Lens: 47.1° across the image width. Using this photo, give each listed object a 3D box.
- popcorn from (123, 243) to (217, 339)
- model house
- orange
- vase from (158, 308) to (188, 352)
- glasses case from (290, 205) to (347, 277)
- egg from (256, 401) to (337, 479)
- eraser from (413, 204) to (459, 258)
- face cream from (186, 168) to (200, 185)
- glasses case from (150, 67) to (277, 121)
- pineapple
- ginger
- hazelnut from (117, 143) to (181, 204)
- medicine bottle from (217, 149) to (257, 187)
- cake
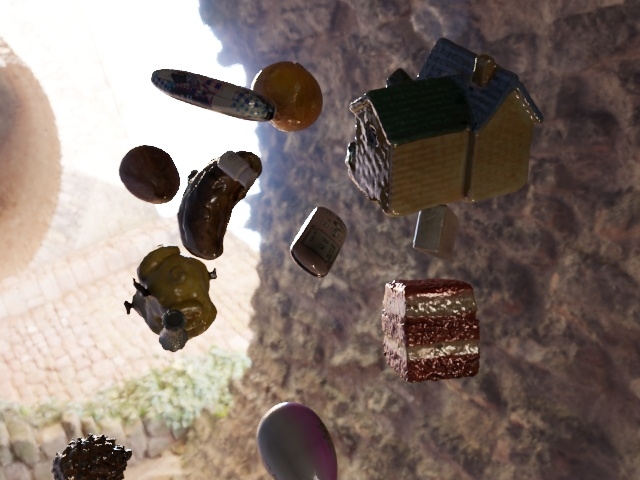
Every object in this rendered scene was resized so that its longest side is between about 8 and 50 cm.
[{"bbox_3d":[-0.439,0.150,2.220,0.316,0.281,0.297,16,-56,60],"label":"popcorn"},{"bbox_3d":[0.267,-0.287,1.740,0.334,0.382,0.342,49,-30,47],"label":"model house"},{"bbox_3d":[-0.096,-0.420,2.148,0.219,0.193,0.219,37,15,-12],"label":"orange"},{"bbox_3d":[-0.386,0.233,1.932,0.081,0.081,0.148,59,-24,18],"label":"vase"},{"bbox_3d":[0.000,0.000,1.990,0.122,0.314,0.075,38,-61,-5],"label":"glasses case"},{"bbox_3d":[-0.059,0.553,1.910,0.196,0.196,0.271,112,-38,-60],"label":"egg"},{"bbox_3d":[0.355,-0.023,2.207,0.343,0.078,0.144,20,81,-72],"label":"eraser"},{"bbox_3d":[-0.430,-0.148,2.614,0.073,0.073,0.283,93,-17,-48],"label":"face cream"},{"bbox_3d":[-0.245,-0.329,1.659,0.327,0.125,0.076,21,-84,29],"label":"glasses case"},{"bbox_3d":[-0.549,0.550,1.791,0.166,0.193,0.166,18,-67,48],"label":"pineapple"},{"bbox_3d":[-0.283,-0.107,1.926,0.172,0.165,0.321,29,-77,11],"label":"ginger"},{"bbox_3d":[-0.535,-0.209,2.324,0.214,0.176,0.214,36,-5,4],"label":"hazelnut"},{"bbox_3d":[-0.193,-0.167,1.709,0.089,0.052,0.052,40,-28,11],"label":"medicine bottle"},{"bbox_3d":[0.369,0.288,2.472,0.270,0.269,0.319,-157,-117,-76],"label":"cake"}]
